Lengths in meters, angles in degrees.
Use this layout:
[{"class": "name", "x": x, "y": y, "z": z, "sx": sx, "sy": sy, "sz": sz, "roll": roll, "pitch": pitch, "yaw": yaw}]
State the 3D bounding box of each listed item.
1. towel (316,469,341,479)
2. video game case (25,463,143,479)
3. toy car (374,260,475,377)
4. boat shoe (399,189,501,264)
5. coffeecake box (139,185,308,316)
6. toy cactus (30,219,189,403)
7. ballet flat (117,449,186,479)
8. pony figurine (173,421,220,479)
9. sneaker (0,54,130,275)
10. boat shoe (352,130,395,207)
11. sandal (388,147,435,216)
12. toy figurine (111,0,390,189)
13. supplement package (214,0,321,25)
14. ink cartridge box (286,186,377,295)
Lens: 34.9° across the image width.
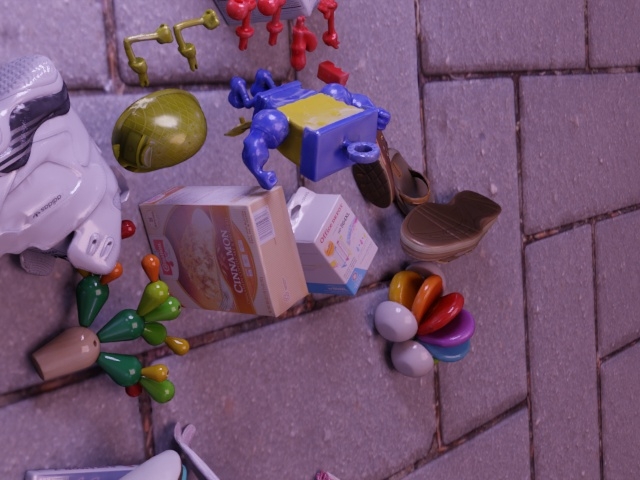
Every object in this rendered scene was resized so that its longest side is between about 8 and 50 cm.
[{"class": "towel", "x": 0.003, "y": 0.466, "z": 1.549, "sx": 0.144, "sy": 0.029, "sz": 0.197, "roll": 48, "pitch": 59, "yaw": -41}, {"class": "video game case", "x": -0.264, "y": 0.365, "z": 1.188, "sx": 0.183, "sy": 0.023, "sz": 0.201, "roll": 7, "pitch": 86, "yaw": -40}, {"class": "toy car", "x": 0.186, "y": 0.130, "z": 1.666, "sx": 0.159, "sy": 0.136, "sz": 0.182, "roll": -51, "pitch": 128, "yaw": -37}, {"class": "boat shoe", "x": 0.211, "y": -0.005, "z": 1.703, "sx": 0.302, "sy": 0.109, "sz": 0.098, "roll": -26, "pitch": 144, "yaw": -58}, {"class": "coffeecake box", "x": -0.119, "y": 0.010, "z": 1.245, "sx": 0.068, "sy": 0.185, "sz": 0.142, "roll": -33, "pitch": 117, "yaw": -45}, {"class": "toy cactus", "x": -0.249, "y": 0.101, "z": 1.180, "sx": 0.180, "sy": 0.112, "sz": 0.219, "roll": -26, "pitch": 115, "yaw": -27}, {"class": "ballet flat", "x": -0.278, "y": 0.395, "z": 1.093, "sx": 0.139, "sy": 0.139, "sz": 0.400, "roll": 41, "pitch": 67, "yaw": -44}, {"class": "pony figurine", "x": -0.060, "y": 0.424, "z": 1.265, "sx": 0.303, "sy": 0.351, "sz": 0.363, "roll": 35, "pitch": 84, "yaw": -42}, {"class": "sneaker", "x": -0.327, "y": 0.001, "z": 1.025, "sx": 0.210, "sy": 0.137, "sz": 0.365, "roll": 53, "pitch": 50, "yaw": -35}, {"class": "boat shoe", "x": 0.083, "y": -0.136, "z": 1.583, "sx": 0.060, "sy": 0.064, "sz": 0.178, "roll": -42, "pitch": 120, "yaw": -39}, {"class": "sandal", "x": 0.152, "y": -0.090, "z": 1.679, "sx": 0.180, "sy": 0.049, "sz": 0.072, "roll": 48, "pitch": 57, "yaw": -49}, {"class": "toy figurine", "x": -0.031, "y": -0.152, "z": 1.169, "sx": 0.362, "sy": 0.217, "sz": 0.191, "roll": -25, "pitch": 140, "yaw": -42}, {"class": "supplement package", "x": -0.066, "y": -0.422, "z": 1.317, "sx": 0.194, "sy": 0.149, "sz": 0.203, "roll": -57, "pitch": 133, "yaw": -32}, {"class": "ink cartridge box", "x": 0.000, "y": 0.000, "z": 1.467, "sx": 0.143, "sy": 0.090, "sz": 0.092, "roll": 53, "pitch": 53, "yaw": -39}]
